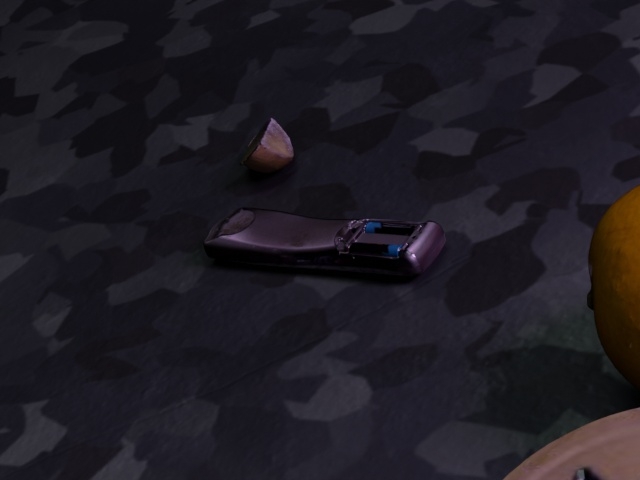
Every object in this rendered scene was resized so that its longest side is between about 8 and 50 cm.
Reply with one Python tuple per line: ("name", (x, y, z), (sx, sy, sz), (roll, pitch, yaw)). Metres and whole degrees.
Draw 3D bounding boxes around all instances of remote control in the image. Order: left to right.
("remote control", (0.000, 0.000, 1.446), (0.212, 0.028, 0.059), (4, 42, 33))

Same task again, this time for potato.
("potato", (-0.046, -0.075, 1.582), (0.037, 0.036, 0.093), (-53, 7, 16))

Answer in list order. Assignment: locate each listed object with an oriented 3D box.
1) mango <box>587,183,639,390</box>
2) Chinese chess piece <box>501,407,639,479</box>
("mango", (0.278, 0.046, 1.129), (0.175, 0.139, 0.254), (-42, 44, -19))
("Chinese chess piece", (0.197, 0.201, 0.979), (0.257, 0.104, 0.257), (-14, 33, 9))
